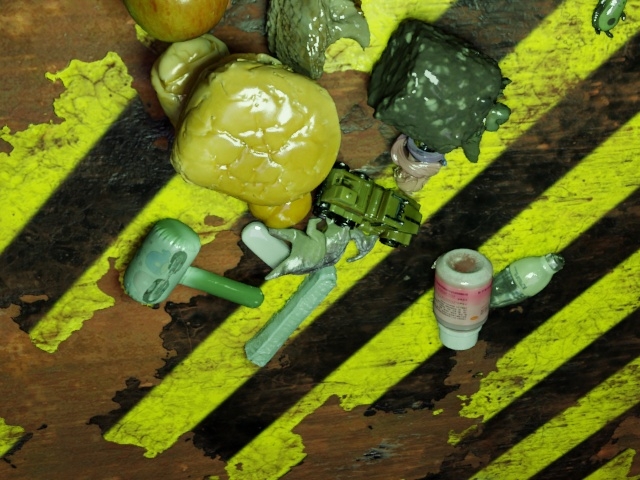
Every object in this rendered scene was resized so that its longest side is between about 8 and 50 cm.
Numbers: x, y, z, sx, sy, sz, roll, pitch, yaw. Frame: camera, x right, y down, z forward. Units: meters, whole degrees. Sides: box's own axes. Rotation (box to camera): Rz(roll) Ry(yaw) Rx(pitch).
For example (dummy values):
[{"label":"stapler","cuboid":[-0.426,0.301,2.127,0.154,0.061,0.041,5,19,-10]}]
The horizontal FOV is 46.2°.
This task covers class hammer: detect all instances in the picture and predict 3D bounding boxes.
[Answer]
[{"label":"hammer","cuboid":[-0.271,0.084,1.733,0.335,0.119,0.206,23,118,-32]}]

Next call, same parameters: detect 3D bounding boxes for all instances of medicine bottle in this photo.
[{"label":"medicine bottle","cuboid":[0.351,0.150,1.871,0.147,0.147,0.247,-8,126,-5]}]

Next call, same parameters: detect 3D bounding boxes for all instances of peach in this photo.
[{"label":"peach","cuboid":[-0.092,-0.089,1.623,0.138,0.138,0.138,-5,126,-7]}]

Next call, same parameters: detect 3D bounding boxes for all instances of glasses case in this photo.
[{"label":"glasses case","cuboid":[-0.117,0.018,1.747,0.063,0.041,0.164,-39,123,14]}]

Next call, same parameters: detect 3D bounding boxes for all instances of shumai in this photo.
[{"label":"shumai","cuboid":[-0.002,-0.405,1.423,0.175,0.166,0.206,-21,144,-28]}]

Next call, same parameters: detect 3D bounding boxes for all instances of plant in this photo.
[{"label":"plant","cuboid":[0.264,-0.285,1.501,0.312,0.213,0.215,24,115,-23]}]

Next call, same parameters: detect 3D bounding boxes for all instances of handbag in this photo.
[{"label":"handbag","cuboid":[0.592,-0.476,1.530,0.072,0.047,0.111,6,126,-16]}]

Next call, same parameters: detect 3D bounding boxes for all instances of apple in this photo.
[{"label":"apple","cuboid":[-0.253,-0.440,1.308,0.195,0.196,0.196,-5,126,-7]}]

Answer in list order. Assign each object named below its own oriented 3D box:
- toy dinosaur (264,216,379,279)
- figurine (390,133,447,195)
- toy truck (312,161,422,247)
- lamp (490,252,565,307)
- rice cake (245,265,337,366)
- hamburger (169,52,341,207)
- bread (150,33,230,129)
[{"label":"toy dinosaur","cuboid":[0.004,0.003,1.729,0.294,0.077,0.162,-11,119,-9]},{"label":"figurine","cuboid":[0.205,-0.163,1.638,0.126,0.114,0.157,18,123,-4]},{"label":"toy truck","cuboid":[0.116,-0.076,1.651,0.257,0.127,0.127,24,78,-30]},{"label":"lamp","cuboid":[0.501,0.104,1.897,0.101,0.101,0.250,35,124,-29]},{"label":"rice cake","cuboid":[-0.069,0.181,1.858,0.063,0.066,0.336,31,114,-27]},{"label":"hamburger","cuboid":[-0.113,-0.186,1.370,0.318,0.158,0.319,-7,126,-9]},{"label":"bread","cuboid":[-0.215,-0.263,1.468,0.172,0.121,0.311,-34,134,-11]}]
